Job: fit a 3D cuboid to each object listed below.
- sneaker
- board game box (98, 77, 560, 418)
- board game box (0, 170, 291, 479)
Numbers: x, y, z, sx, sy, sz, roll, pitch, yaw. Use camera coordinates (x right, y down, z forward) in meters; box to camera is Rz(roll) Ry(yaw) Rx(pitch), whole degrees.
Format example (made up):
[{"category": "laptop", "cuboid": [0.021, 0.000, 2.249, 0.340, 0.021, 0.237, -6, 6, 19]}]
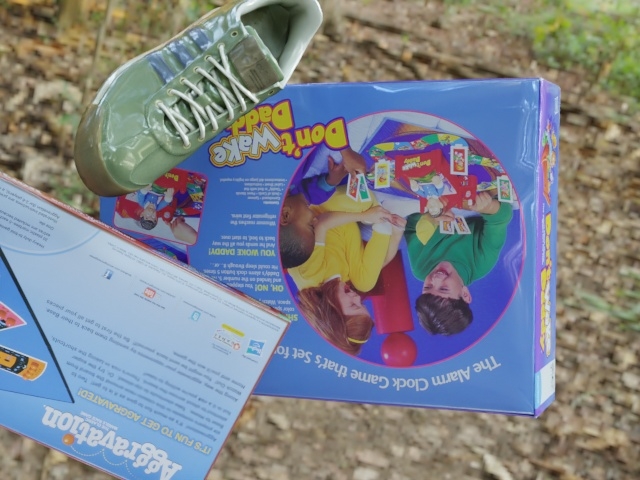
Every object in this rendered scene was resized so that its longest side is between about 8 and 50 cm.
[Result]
[{"category": "sneaker", "cuboid": [-0.066, -0.100, 0.724, 0.086, 0.064, 0.192, -11, 29, 41]}, {"category": "board game box", "cuboid": [0.000, 0.000, 0.898, 0.347, 0.233, 0.078, 2, 3, 21]}, {"category": "board game box", "cuboid": [-0.175, 0.051, 0.756, 0.281, 0.145, 0.027, 28, 2, -15]}]
